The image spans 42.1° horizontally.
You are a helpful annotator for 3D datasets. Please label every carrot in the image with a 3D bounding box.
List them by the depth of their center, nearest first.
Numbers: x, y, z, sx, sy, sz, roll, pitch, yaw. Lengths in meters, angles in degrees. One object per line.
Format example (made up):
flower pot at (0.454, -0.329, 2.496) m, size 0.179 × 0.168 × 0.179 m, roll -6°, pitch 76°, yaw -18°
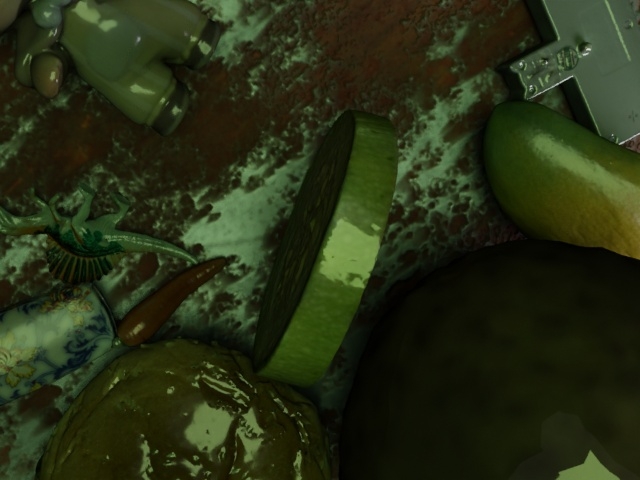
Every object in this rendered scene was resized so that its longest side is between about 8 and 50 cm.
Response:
carrot at (-0.151, 0.060, 0.826) m, size 0.142 × 0.035 × 0.035 m, roll -42°, pitch 102°, yaw -22°

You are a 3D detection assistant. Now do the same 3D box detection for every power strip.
power strip at (0.256, -0.190, 0.843) m, size 0.145 × 0.061 × 0.216 m, roll -29°, pitch 100°, yaw -4°

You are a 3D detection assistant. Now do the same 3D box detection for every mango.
mango at (0.258, -0.045, 0.844) m, size 0.237 × 0.091 × 0.137 m, roll 27°, pitch 120°, yaw -2°

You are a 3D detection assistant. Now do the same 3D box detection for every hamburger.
hamburger at (-0.134, 0.239, 0.814) m, size 0.265 × 0.134 × 0.285 m, roll 36°, pitch 90°, yaw -13°

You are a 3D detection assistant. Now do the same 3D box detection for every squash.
squash at (0.000, 0.000, 0.738) m, size 0.048 × 0.252 × 0.252 m, roll 17°, pitch 95°, yaw -10°

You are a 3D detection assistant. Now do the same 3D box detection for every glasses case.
glasses case at (-0.320, 0.117, 0.803) m, size 0.247 × 0.065 × 0.087 m, roll -23°, pitch 106°, yaw -7°

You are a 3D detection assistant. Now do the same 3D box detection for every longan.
longan at (0.206, 0.196, 0.752) m, size 0.390 × 0.391 × 0.392 m, roll -1°, pitch 98°, yaw -8°

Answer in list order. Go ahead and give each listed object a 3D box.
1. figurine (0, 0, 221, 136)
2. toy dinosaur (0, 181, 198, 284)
figurine at (-0.267, -0.238, 0.706) m, size 0.380 × 0.203 × 0.248 m, roll 30°, pitch 100°, yaw -23°
toy dinosaur at (-0.226, 0.003, 0.818) m, size 0.187 × 0.044 × 0.106 m, roll 37°, pitch 105°, yaw -24°
